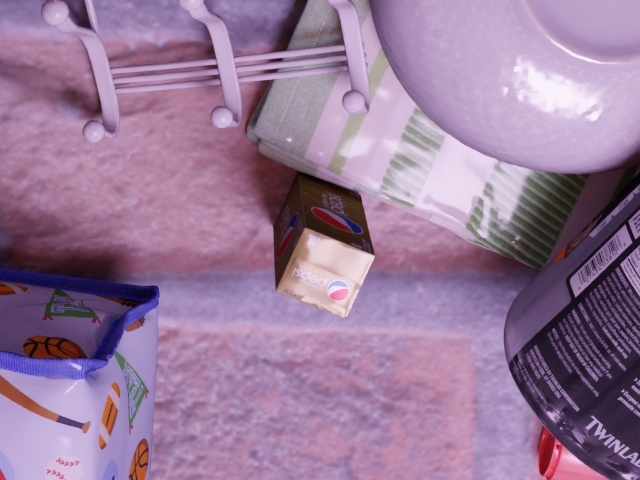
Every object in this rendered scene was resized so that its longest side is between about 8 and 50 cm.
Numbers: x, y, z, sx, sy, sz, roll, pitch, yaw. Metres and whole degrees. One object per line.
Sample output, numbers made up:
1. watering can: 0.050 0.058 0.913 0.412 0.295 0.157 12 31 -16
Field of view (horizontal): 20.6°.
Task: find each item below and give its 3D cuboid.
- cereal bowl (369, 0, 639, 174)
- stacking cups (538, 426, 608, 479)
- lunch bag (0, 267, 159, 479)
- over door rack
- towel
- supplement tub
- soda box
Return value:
1. cereal bowl: 0.211 -0.213 1.368 0.339 0.141 0.339 -1 97 -6
2. stacking cups: 0.351 0.214 1.548 0.316 0.096 0.096 9 105 -5
3. lunch bag: -0.348 0.188 1.438 0.385 0.239 0.328 9 106 11
4. over door rack: -0.098 -0.240 1.366 0.239 0.108 0.324 -5 106 10
5. towel: 0.131 -0.125 1.472 0.324 0.038 0.248 24 102 -8
6. supplement tub: 0.316 0.022 1.353 0.207 0.207 0.338 35 122 -12
7. soda box: 0.000 0.000 1.422 0.061 0.181 0.058 22 104 -9
